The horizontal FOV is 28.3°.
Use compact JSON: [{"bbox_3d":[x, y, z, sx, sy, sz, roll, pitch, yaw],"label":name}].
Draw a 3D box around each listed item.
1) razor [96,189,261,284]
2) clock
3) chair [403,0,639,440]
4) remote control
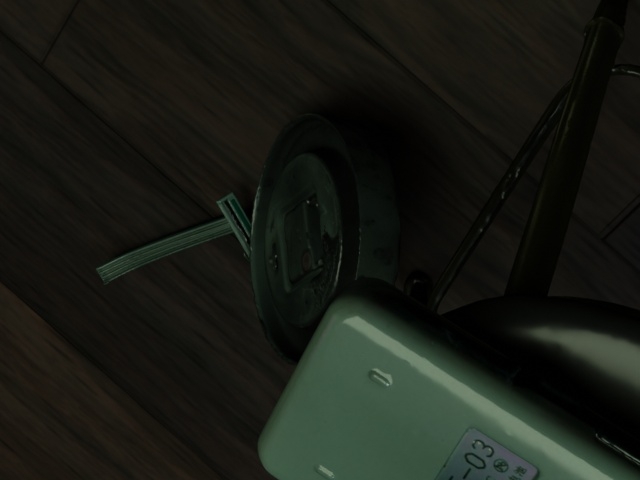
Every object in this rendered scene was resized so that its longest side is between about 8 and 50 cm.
[{"bbox_3d":[-0.140,0.005,1.231,0.191,0.037,0.068,-18,109,33],"label":"razor"},{"bbox_3d":[0.000,0.000,1.081,0.215,0.042,0.215,-10,79,62],"label":"clock"},{"bbox_3d":[0.218,0.093,0.883,0.364,0.410,0.362,35,123,7],"label":"chair"},{"bbox_3d":[0.114,0.142,0.675,0.296,0.056,0.140,31,122,8],"label":"remote control"}]
